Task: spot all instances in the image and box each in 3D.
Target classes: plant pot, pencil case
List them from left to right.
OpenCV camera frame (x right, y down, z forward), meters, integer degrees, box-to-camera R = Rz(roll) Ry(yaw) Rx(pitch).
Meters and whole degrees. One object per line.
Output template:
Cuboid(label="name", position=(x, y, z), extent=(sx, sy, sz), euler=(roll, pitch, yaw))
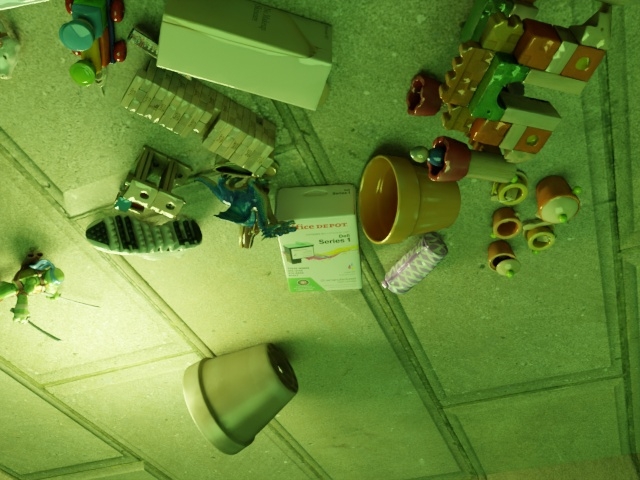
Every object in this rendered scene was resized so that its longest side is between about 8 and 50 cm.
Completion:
Cuboid(label="plant pot", position=(-0.238, 0.479, 1.958), extent=(0.280, 0.323, 0.323), euler=(-33, 129, 9))
Cuboid(label="plant pot", position=(0.216, -0.095, 1.418), extent=(0.188, 0.205, 0.205), euler=(-1, 138, -22))
Cuboid(label="pencil case", position=(0.258, 0.064, 1.639), extent=(0.088, 0.086, 0.206), euler=(-10, 147, -42))

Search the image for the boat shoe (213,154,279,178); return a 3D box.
Cuboid(label="boat shoe", position=(-0.175, -0.171, 1.433), extent=(0.153, 0.048, 0.056), euler=(11, 135, -10))

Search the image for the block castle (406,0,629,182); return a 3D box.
Cuboid(label="block castle", position=(0.300, -0.341, 1.072), extent=(0.212, 0.303, 0.453), euler=(7, 136, -15))

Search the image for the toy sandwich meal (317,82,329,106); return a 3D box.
Cuboid(label="toy sandwich meal", position=(-0.020, -0.320, 1.294), extent=(0.085, 0.029, 0.086), euler=(1, 131, 1))

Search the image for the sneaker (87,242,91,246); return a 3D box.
Cuboid(label="sneaker", position=(-0.531, 0.005, 1.609), extent=(0.175, 0.067, 0.064), euler=(3, 134, -4))

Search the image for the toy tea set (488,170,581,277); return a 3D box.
Cuboid(label="toy tea set", position=(0.524, -0.022, 1.519), extent=(0.200, 0.124, 0.336), euler=(-3, 136, 4))

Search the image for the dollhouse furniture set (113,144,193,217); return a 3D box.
Cuboid(label="dollhouse furniture set", position=(-0.410, -0.102, 1.450), extent=(0.129, 0.129, 0.184), euler=(24, 131, -23))

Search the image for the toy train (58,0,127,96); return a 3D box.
Cuboid(label="toy train", position=(-0.449, -0.350, 1.185), extent=(0.105, 0.143, 0.248), euler=(8, 135, -6))

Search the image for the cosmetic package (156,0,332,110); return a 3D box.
Cuboid(label="cosmetic package", position=(-0.139, -0.371, 1.148), extent=(0.309, 0.160, 0.113), euler=(12, 134, -12))

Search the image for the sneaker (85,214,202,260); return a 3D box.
Cuboid(label="sneaker", position=(-0.450, 0.006, 1.528), extent=(0.292, 0.110, 0.118), euler=(4, 150, -38))

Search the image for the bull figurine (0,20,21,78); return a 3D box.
Cuboid(label="bull figurine", position=(-0.721, -0.426, 1.132), extent=(0.188, 0.101, 0.310), euler=(-27, 127, 4))

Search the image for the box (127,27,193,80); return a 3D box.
Cuboid(label="box", position=(-0.316, -0.371, 1.199), extent=(0.137, 0.094, 0.027), euler=(29, 99, -27))

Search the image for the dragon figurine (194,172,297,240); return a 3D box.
Cuboid(label="dragon figurine", position=(-0.194, -0.079, 1.416), extent=(0.289, 0.144, 0.085), euler=(8, -179, 17))

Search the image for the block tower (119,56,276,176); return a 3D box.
Cuboid(label="block tower", position=(-0.249, -0.267, 1.306), extent=(0.335, 0.097, 0.091), euler=(25, 131, -25))

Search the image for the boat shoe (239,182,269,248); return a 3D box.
Cuboid(label="boat shoe", position=(-0.169, -0.054, 1.536), extent=(0.073, 0.073, 0.207), euler=(8, 136, -4))

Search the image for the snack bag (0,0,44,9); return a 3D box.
Cuboid(label="snack bag", position=(-0.559, -0.546, 0.993), extent=(0.342, 0.037, 0.323), euler=(-13, 130, -3))

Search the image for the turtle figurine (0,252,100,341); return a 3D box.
Cuboid(label="turtle figurine", position=(-0.828, 0.182, 1.707), extent=(0.266, 0.198, 0.275), euler=(-6, 132, 13))

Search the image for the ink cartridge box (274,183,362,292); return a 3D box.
Cuboid(label="ink cartridge box", position=(0.000, 0.000, 1.557), extent=(0.201, 0.117, 0.278), euler=(-4, 135, 5))
